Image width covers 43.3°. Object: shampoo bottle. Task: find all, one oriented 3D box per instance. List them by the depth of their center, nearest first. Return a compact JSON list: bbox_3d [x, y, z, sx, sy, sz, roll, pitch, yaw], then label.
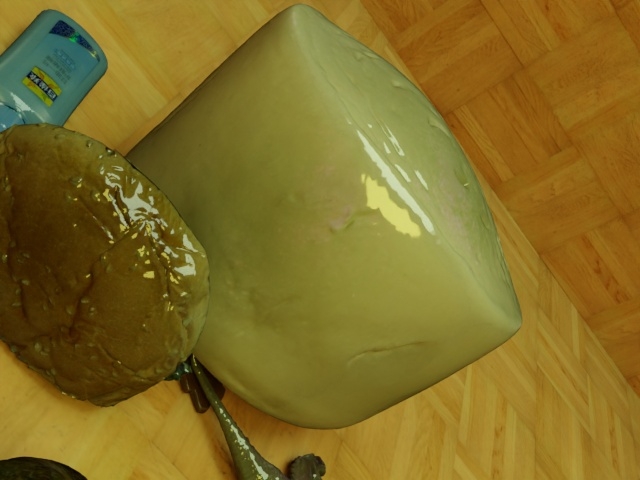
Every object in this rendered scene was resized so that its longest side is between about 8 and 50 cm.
[{"bbox_3d":[-0.323,-0.166,0.901,0.104,0.061,0.258,45,32,-24],"label":"shampoo bottle"}]

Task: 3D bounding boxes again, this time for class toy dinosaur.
[{"bbox_3d":[-0.071,0.269,0.916,0.251,0.072,0.200,34,30,-28],"label":"toy dinosaur"}]

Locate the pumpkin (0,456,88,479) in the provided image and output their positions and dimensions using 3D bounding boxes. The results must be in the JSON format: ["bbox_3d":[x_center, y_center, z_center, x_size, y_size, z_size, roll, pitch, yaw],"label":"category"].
[{"bbox_3d":[-0.224,0.277,0.569,0.219,0.162,0.219,-13,90,-83],"label":"pumpkin"}]

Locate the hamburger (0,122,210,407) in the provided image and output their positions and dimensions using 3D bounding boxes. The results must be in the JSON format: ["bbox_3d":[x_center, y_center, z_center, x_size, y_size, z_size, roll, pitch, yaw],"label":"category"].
[{"bbox_3d":[-0.212,0.016,0.762,0.309,0.211,0.132,52,24,-12],"label":"hamburger"}]

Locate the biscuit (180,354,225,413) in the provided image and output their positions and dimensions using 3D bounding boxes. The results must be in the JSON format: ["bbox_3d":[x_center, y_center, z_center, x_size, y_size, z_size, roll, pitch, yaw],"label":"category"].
[{"bbox_3d":[-0.145,0.155,0.940,0.092,0.016,0.082,48,34,-24],"label":"biscuit"}]

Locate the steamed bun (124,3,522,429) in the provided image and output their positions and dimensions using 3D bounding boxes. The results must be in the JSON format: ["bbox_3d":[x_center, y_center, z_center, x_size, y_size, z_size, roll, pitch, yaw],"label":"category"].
[{"bbox_3d":[0.000,0.000,0.934,0.456,0.371,0.290,51,27,-9],"label":"steamed bun"}]
